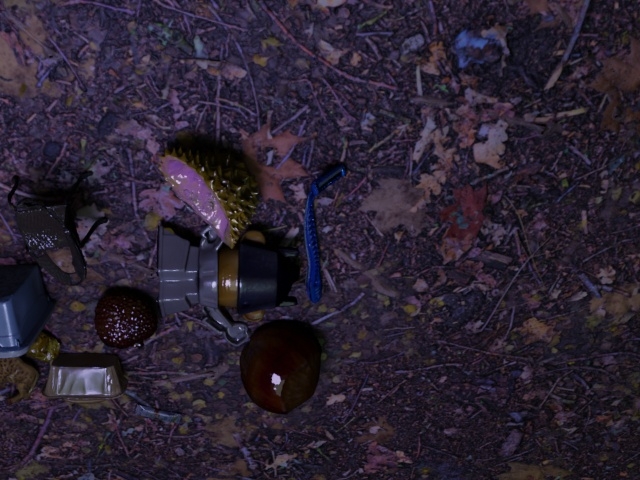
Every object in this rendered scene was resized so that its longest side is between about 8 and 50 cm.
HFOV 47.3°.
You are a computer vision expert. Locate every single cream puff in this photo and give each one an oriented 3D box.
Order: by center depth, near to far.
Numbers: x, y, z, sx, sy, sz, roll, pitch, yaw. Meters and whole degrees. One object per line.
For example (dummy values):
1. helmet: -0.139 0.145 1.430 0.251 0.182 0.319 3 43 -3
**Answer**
1. cream puff: -0.593 0.223 1.548 0.083 0.083 0.058 35 75 -13

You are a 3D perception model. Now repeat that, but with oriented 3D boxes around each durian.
1. durian: -0.191 -0.088 1.305 0.132 0.182 0.165 -33 163 17

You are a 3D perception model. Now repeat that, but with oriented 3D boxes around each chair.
1. chair: -0.471 -0.019 1.297 0.149 0.213 0.174 -9 124 -6

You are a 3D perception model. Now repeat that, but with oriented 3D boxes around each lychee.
1. lychee: -0.399 0.161 1.485 0.123 0.123 0.129 -22 115 10

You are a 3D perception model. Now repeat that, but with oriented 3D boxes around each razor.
1. razor: -0.010 -0.006 1.449 0.056 0.093 0.324 27 133 25

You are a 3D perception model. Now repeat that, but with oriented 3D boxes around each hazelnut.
1. hazelnut: -0.081 0.275 1.586 0.170 0.160 0.202 22 83 -33

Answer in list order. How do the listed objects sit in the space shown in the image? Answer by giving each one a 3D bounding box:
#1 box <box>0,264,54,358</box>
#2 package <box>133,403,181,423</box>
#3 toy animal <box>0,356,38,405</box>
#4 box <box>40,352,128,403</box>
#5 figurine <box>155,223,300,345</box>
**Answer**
1. box: -0.614 0.136 1.388 0.162 0.227 0.130 -3 109 -3
2. package: -0.383 0.409 1.720 0.110 0.015 0.037 16 127 -14
3. toy animal: -0.681 0.267 1.551 0.149 0.054 0.275 2 137 -12
4. box: -0.510 0.304 1.583 0.177 0.111 0.111 1 125 -6
5. figurine: -0.179 0.071 1.427 0.308 0.143 0.308 -1 126 -1
